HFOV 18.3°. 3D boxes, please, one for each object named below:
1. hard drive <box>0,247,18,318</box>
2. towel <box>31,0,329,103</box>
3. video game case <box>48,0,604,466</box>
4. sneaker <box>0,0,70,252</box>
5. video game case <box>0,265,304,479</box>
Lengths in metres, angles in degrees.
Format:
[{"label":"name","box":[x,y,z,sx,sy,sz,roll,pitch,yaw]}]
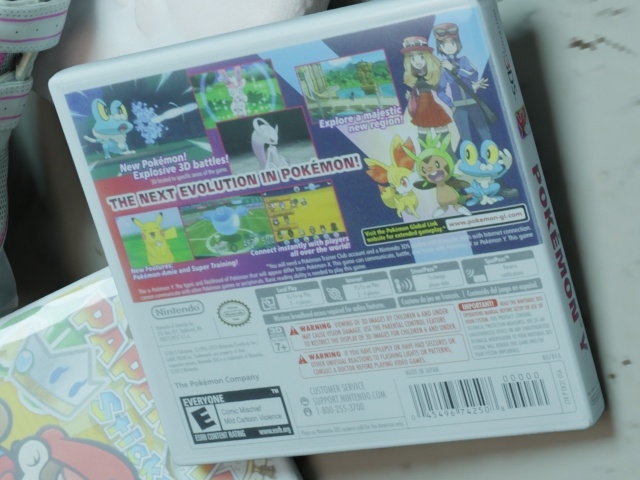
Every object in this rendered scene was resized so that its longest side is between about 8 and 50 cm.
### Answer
[{"label":"hard drive","box":[-0.310,-0.040,1.048,0.353,0.047,0.233,-14,99,47]},{"label":"towel","box":[-0.096,-0.224,0.852,0.317,0.053,0.332,35,123,28]},{"label":"video game case","box":[0.000,0.000,0.812,0.201,0.023,0.183,-8,107,29]},{"label":"sneaker","box":[-0.164,-0.095,0.843,0.111,0.103,0.252,8,108,40]},{"label":"video game case","box":[-0.106,0.141,0.906,0.206,0.026,0.227,-26,84,5]}]
